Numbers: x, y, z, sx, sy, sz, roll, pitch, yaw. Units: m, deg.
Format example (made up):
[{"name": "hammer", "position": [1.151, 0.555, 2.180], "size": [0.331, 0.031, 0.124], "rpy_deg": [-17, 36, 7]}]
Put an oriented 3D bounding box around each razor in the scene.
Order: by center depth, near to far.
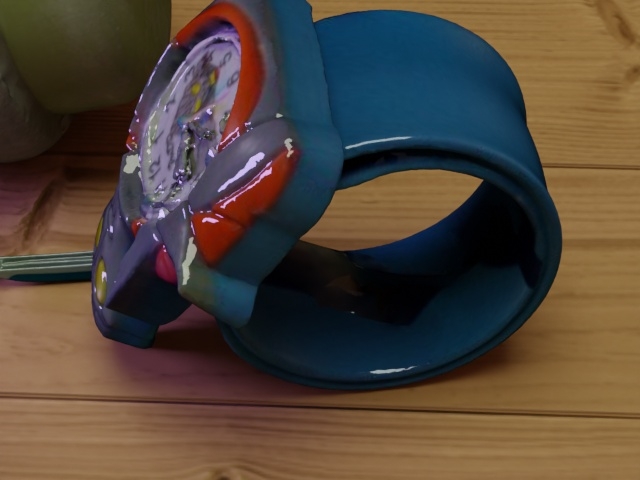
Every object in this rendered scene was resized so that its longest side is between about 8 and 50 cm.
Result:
[{"name": "razor", "position": [-0.166, 0.011, 1.145], "size": [0.191, 0.037, 0.068], "rpy_deg": [-3, 41, -5]}]

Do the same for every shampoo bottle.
[{"name": "shampoo bottle", "position": [-0.286, -0.214, 1.172], "size": [0.317, 0.322, 0.322], "rpy_deg": [-8, 45, 4]}]

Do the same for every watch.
[{"name": "watch", "position": [0.000, 0.000, 1.041], "size": [0.274, 0.305, 0.241], "rpy_deg": [17, 42, -26]}]
